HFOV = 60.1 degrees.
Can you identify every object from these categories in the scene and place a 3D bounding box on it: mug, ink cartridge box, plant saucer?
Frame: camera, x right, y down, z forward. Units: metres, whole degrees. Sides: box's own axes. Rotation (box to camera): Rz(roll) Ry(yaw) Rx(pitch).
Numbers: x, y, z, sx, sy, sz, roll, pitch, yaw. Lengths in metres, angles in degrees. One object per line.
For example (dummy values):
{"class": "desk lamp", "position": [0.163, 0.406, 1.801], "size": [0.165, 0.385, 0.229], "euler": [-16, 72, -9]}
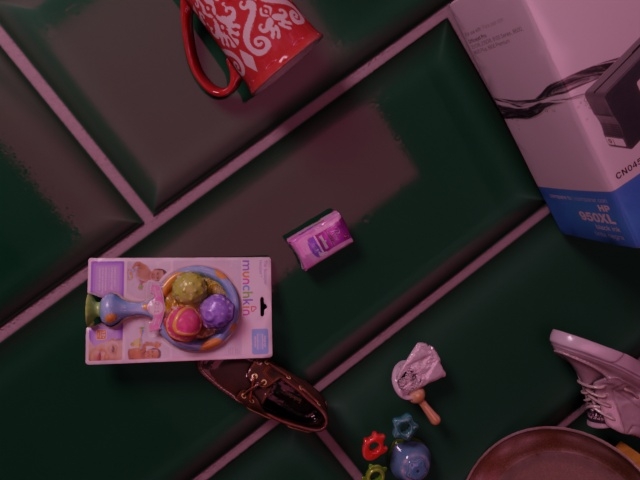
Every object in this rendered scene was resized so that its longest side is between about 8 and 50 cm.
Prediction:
{"class": "mug", "position": [-0.106, -0.264, 0.658], "size": [0.150, 0.113, 0.169], "euler": [-40, 102, -6]}
{"class": "ink cartridge box", "position": [0.404, -0.234, 0.749], "size": [0.285, 0.166, 0.395], "euler": [-34, 105, -6]}
{"class": "plant saucer", "position": [0.347, 0.432, 0.798], "size": [0.050, 0.310, 0.310], "euler": [33, 91, -40]}

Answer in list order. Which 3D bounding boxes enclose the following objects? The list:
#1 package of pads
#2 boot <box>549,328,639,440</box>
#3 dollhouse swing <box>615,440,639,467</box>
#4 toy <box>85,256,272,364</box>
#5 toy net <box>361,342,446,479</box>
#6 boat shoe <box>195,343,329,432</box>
{"class": "package of pads", "position": [0.000, 0.000, 0.766], "size": [0.083, 0.032, 0.050], "euler": [-31, 108, -6]}
{"class": "boot", "position": [0.452, 0.239, 0.877], "size": [0.258, 0.095, 0.123], "euler": [26, 86, -17]}
{"class": "dollhouse swing", "position": [0.514, 0.553, 0.825], "size": [0.315, 0.305, 0.347], "euler": [35, 90, -21]}
{"class": "toy", "position": [-0.180, 0.088, 0.711], "size": [0.237, 0.056, 0.137], "euler": [0, 82, -8]}
{"class": "toy net", "position": [0.122, 0.261, 0.835], "size": [0.122, 0.045, 0.232], "euler": [3, 97, -12]}
{"class": "boat shoe", "position": [-0.077, 0.200, 0.762], "size": [0.207, 0.073, 0.073], "euler": [28, 93, -15]}
